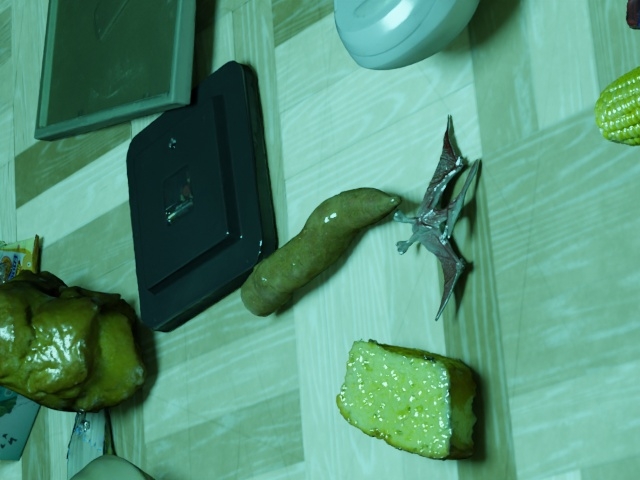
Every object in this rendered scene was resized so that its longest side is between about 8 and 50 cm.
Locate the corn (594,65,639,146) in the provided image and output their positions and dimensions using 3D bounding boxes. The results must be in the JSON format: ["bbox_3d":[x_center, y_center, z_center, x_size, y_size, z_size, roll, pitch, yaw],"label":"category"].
[{"bbox_3d":[0.319,-0.134,1.485,0.206,0.067,0.067,-24,65,46],"label":"corn"}]

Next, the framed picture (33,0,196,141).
[{"bbox_3d":[-0.275,-0.315,2.317,0.446,0.028,0.326,-5,79,58],"label":"framed picture"}]

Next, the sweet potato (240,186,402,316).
[{"bbox_3d":[0.000,0.000,1.886,0.059,0.067,0.281,46,130,-2],"label":"sweet potato"}]

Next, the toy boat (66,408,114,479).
[{"bbox_3d":[-0.299,0.285,2.237,0.084,0.066,0.210,-13,59,17],"label":"toy boat"}]

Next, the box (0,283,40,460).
[{"bbox_3d":[-0.465,0.184,2.400,0.092,0.153,0.245,46,121,47],"label":"box"}]

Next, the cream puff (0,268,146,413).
[{"bbox_3d":[-0.340,0.131,2.201,0.269,0.241,0.155,13,99,19],"label":"cream puff"}]

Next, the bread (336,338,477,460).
[{"bbox_3d":[0.093,0.160,1.730,0.187,0.065,0.103,10,90,55],"label":"bread"}]

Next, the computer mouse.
[{"bbox_3d":[0.097,-0.302,1.775,0.184,0.121,0.297,-39,40,34],"label":"computer mouse"}]

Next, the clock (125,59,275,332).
[{"bbox_3d":[-0.159,-0.053,2.123,0.279,0.049,0.273,-33,57,45],"label":"clock"}]

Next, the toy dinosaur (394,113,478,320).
[{"bbox_3d":[0.119,-0.024,1.759,0.108,0.032,0.220,-19,66,53],"label":"toy dinosaur"}]

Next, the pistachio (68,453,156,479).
[{"bbox_3d":[-0.232,0.396,2.033,0.197,0.166,0.288,-33,61,45],"label":"pistachio"}]

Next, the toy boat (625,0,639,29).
[{"bbox_3d":[0.291,-0.298,1.557,0.318,0.072,0.219,7,86,57],"label":"toy boat"}]

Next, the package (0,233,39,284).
[{"bbox_3d":[-0.441,0.049,2.496,0.120,0.031,0.108,-9,77,52],"label":"package"}]
